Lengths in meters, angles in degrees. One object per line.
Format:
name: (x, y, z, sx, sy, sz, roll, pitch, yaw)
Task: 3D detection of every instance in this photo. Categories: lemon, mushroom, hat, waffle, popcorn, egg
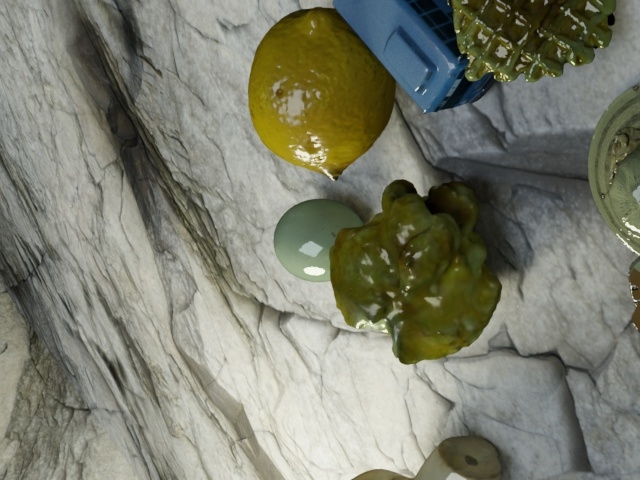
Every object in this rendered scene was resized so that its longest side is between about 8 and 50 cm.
lemon: (0.004, -0.235, 1.307, 0.228, 0.228, 0.254, 36, 130, 33)
mushroom: (0.167, 0.536, 1.520, 0.353, 0.325, 0.353, 169, 90, -77)
hat: (0.397, -0.058, 1.002, 0.252, 0.110, 0.252, 25, 126, 39)
waffle: (0.251, -0.298, 1.029, 0.207, 0.054, 0.214, -7, 98, 22)
popcorn: (0.142, 0.038, 1.313, 0.276, 0.225, 0.276, 2, 115, 5)
egg: (0.000, 0.000, 1.535, 0.192, 0.149, 0.149, 2, 114, 48)

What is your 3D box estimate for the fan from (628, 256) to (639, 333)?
fan: (0.450, 0.034, 1.095, 0.152, 0.008, 0.227, 5, 115, 51)

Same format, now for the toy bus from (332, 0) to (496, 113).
toy bus: (0.134, -0.290, 1.181, 0.234, 0.133, 0.116, 53, 144, 15)
